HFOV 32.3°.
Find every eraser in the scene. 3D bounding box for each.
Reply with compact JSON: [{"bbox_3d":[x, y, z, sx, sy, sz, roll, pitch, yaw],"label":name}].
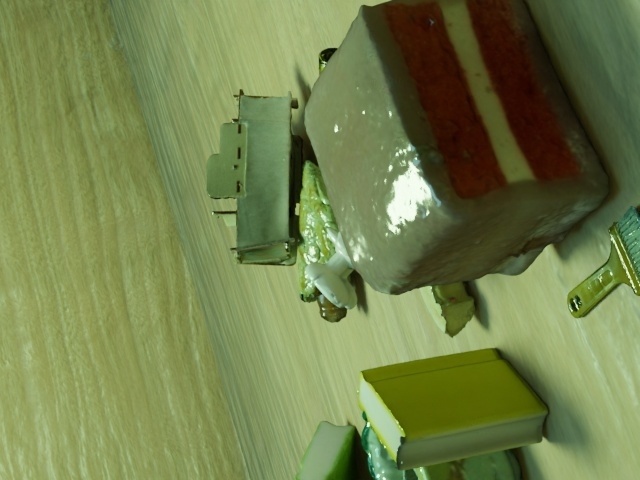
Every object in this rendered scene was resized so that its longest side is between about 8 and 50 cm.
[{"bbox_3d":[0.013,0.553,2.372,0.210,0.092,0.274,-58,-28,-53],"label":"eraser"},{"bbox_3d":[0.175,0.223,1.491,0.158,0.226,0.069,-128,37,-55],"label":"eraser"}]

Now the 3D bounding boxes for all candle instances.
[{"bbox_3d":[0.022,-0.263,1.887,0.052,0.052,0.130,-120,21,-44],"label":"candle"}]

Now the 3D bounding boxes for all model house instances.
[{"bbox_3d":[-0.119,-0.105,2.165,0.244,0.169,0.326,67,-157,-77],"label":"model house"}]

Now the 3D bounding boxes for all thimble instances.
[{"bbox_3d":[0.181,0.341,1.664,0.254,0.167,0.288,94,157,-49],"label":"thimble"}]

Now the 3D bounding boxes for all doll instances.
[{"bbox_3d":[0.096,-0.030,1.497,0.144,0.271,0.208,44,172,16],"label":"doll"}]

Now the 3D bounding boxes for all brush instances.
[{"bbox_3d":[0.317,0.040,1.225,0.218,0.010,0.082,116,137,-66],"label":"brush"}]

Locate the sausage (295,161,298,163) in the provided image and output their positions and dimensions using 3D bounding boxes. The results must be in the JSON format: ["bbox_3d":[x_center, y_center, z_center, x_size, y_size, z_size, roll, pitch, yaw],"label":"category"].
[{"bbox_3d":[-0.081,-0.174,2.345,0.223,0.029,0.029,-154,52,-70],"label":"sausage"}]

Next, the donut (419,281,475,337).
[{"bbox_3d":[0.183,0.046,1.585,0.108,0.065,0.166,-125,26,-52],"label":"donut"}]

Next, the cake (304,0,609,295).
[{"bbox_3d":[0.143,-0.116,1.266,0.308,0.237,0.230,69,153,23],"label":"cake"}]

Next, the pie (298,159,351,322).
[{"bbox_3d":[-0.002,-0.008,2.098,0.257,0.105,0.274,-108,14,-48],"label":"pie"}]
